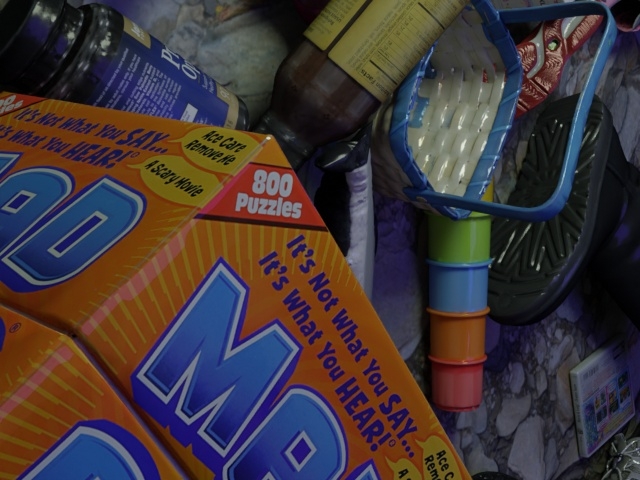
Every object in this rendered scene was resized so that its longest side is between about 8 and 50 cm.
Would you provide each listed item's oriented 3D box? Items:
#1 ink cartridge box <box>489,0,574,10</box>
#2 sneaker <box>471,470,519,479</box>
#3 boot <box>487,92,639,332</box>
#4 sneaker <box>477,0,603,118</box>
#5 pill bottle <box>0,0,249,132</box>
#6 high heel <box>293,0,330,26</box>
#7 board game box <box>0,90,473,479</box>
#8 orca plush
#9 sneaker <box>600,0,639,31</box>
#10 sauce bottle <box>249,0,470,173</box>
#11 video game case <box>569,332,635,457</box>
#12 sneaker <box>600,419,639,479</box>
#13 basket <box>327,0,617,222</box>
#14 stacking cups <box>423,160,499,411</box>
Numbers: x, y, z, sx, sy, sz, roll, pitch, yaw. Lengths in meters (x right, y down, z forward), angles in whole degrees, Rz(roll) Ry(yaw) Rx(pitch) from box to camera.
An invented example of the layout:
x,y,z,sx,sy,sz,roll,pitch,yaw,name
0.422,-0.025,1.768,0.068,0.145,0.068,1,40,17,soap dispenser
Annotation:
x,y,z,sx,sy,sz,roll,pitch,yaw,name
0.273,-0.350,1.537,0.090,0.143,0.092,-48,126,-34,ink cartridge box
0.189,0.385,1.586,0.235,0.084,0.097,-24,135,-43,sneaker
0.422,0.066,1.725,0.445,0.146,0.367,46,60,-37,boot
0.282,-0.226,1.603,0.221,0.087,0.128,-42,174,-1,sneaker
-0.180,-0.128,1.058,0.219,0.123,0.122,34,68,-31,pill bottle
0.048,-0.398,1.335,0.377,0.127,0.181,-67,156,-20,high heel
-0.179,0.149,0.892,0.356,0.357,0.356,-47,127,-24,board game box
0.000,0.000,1.291,0.287,0.102,0.151,83,17,-57,orca plush
0.482,-0.364,1.796,0.319,0.112,0.131,10,103,-45,sneaker
0.030,-0.184,1.220,0.344,0.111,0.111,-48,134,7,sauce bottle
0.435,0.236,1.869,0.157,0.019,0.143,-27,114,-44,video game case
0.465,0.358,1.874,0.281,0.105,0.115,-31,101,-49,sneaker
0.158,-0.143,1.318,0.201,0.289,0.254,47,57,-50,basket
0.178,0.053,1.509,0.096,0.096,0.316,-14,105,-47,stacking cups
